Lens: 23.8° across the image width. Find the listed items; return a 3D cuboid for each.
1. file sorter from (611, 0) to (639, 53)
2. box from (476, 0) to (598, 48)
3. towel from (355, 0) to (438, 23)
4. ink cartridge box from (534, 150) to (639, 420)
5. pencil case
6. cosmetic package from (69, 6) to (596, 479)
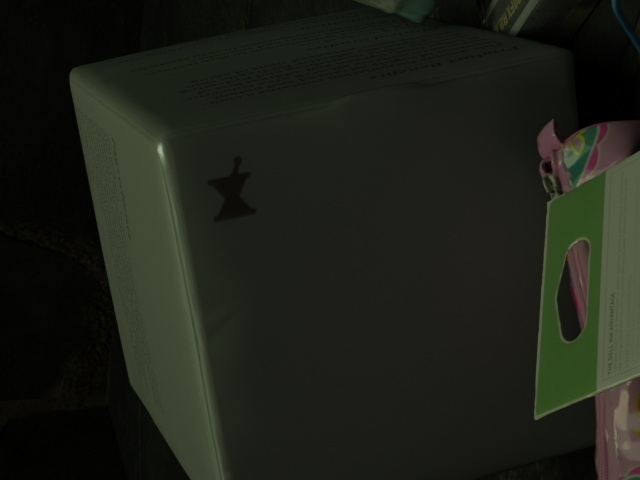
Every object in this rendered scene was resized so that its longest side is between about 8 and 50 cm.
[{"bbox_3d":[0.257,-0.113,0.804,0.118,0.104,0.170,-49,43,-2],"label":"file sorter"},{"bbox_3d":[0.185,-0.275,1.227,0.231,0.056,0.183,119,145,-58],"label":"box"},{"bbox_3d":[-0.036,-0.369,1.366,0.374,0.320,0.090,-85,17,-44],"label":"towel"},{"bbox_3d":[0.228,0.009,0.914,0.235,0.056,0.171,-36,37,50],"label":"ink cartridge box"},{"bbox_3d":[0.223,0.052,1.040,0.124,0.124,0.284,133,132,-65],"label":"pencil case"},{"bbox_3d":[0.000,0.000,1.297,0.393,0.329,0.327,-143,42,-68],"label":"cosmetic package"}]
